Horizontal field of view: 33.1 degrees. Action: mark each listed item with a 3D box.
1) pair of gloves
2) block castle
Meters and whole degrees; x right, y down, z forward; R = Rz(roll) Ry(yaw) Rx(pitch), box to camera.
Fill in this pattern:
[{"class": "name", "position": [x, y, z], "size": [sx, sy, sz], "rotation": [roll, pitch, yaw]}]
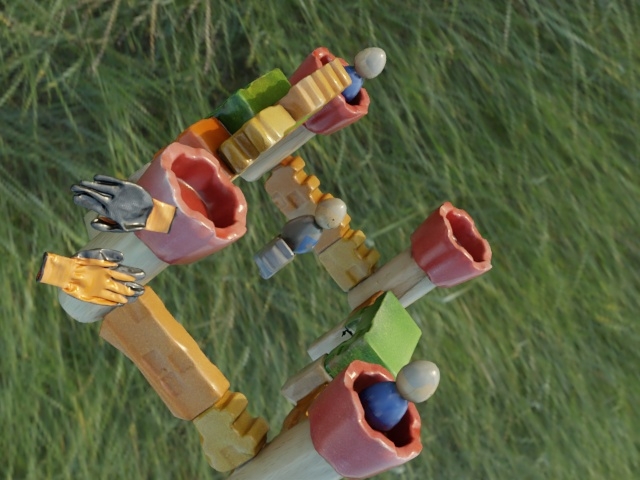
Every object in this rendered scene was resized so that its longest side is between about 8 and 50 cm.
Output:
[{"class": "pair of gloves", "position": [-0.135, 0.001, 0.688], "size": [0.074, 0.010, 0.083], "rotation": [19, 97, -32]}, {"class": "block castle", "position": [0.000, 0.000, 0.976], "size": [0.212, 0.453, 0.303], "rotation": [-36, 96, 26]}]
